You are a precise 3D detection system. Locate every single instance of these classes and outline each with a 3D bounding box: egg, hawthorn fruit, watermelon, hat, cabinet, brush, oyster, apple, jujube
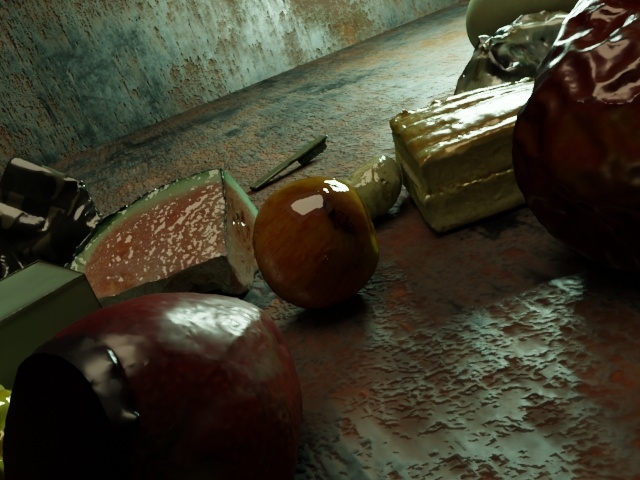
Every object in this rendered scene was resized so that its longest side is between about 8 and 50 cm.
[{"bbox_3d":[0.431,-0.477,1.369,0.269,0.219,0.219,-3,27,38],"label":"egg"},{"bbox_3d":[-0.103,0.120,0.475,0.189,0.189,0.251,-15,7,13],"label":"hawthorn fruit"},{"bbox_3d":[-0.203,0.023,0.853,0.318,0.148,0.226,-33,32,-24],"label":"watermelon"},{"bbox_3d":[-0.507,0.075,1.026,0.382,0.257,0.366,-47,28,35],"label":"hat"},{"bbox_3d":[-0.323,0.136,0.661,0.206,0.145,0.150,-35,25,-34],"label":"cabinet"},{"bbox_3d":[-0.056,-0.146,1.277,0.190,0.027,0.034,-38,22,-22],"label":"brush"},{"bbox_3d":[0.391,-0.329,1.175,0.351,0.115,0.238,-39,31,-27],"label":"oyster"},{"bbox_3d":[0.000,0.000,0.702,0.146,0.146,0.146,-18,21,7],"label":"apple"},{"bbox_3d":[0.294,-0.138,0.609,0.216,0.216,0.342,-5,43,35],"label":"jujube"}]

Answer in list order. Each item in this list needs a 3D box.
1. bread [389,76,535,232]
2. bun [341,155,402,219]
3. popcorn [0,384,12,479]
[{"bbox_3d":[0.226,-0.131,0.859,0.246,0.111,0.239,-18,23,3],"label":"bread"},{"bbox_3d":[0.065,-0.065,0.904,0.115,0.069,0.115,-36,8,6],"label":"bun"},{"bbox_3d":[-0.301,0.182,0.461,0.203,0.200,0.226,-10,16,26],"label":"popcorn"}]
